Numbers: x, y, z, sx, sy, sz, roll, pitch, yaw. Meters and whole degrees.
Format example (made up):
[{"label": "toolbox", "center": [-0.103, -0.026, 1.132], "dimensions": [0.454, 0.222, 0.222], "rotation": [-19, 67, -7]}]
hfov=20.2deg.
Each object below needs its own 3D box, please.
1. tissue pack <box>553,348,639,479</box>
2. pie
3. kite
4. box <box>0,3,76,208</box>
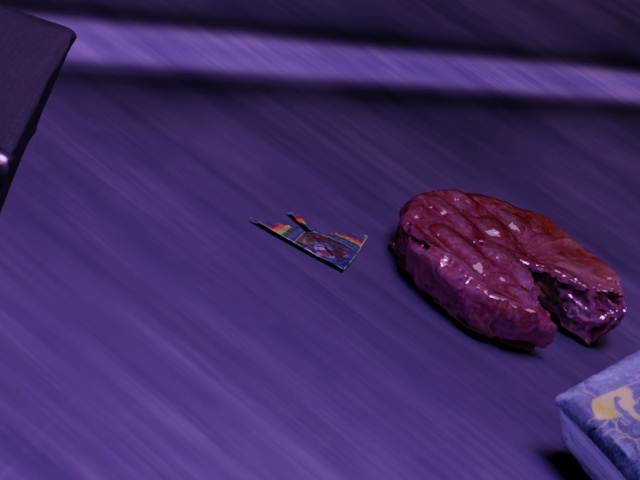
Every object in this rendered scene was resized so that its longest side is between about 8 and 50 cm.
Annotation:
[{"label": "tissue pack", "center": [0.326, 0.126, 1.301], "dimensions": [0.257, 0.081, 0.185], "rotation": [-28, 45, -11]}, {"label": "pie", "center": [0.162, 0.025, 1.562], "dimensions": [0.218, 0.054, 0.204], "rotation": [5, 31, -36]}, {"label": "kite", "center": [0.000, 0.000, 1.506], "dimensions": [0.122, 0.004, 0.090], "rotation": [5, 30, -40]}, {"label": "box", "center": [-0.334, -0.038, 0.928], "dimensions": [0.345, 0.251, 0.204], "rotation": [24, 23, -6]}]
